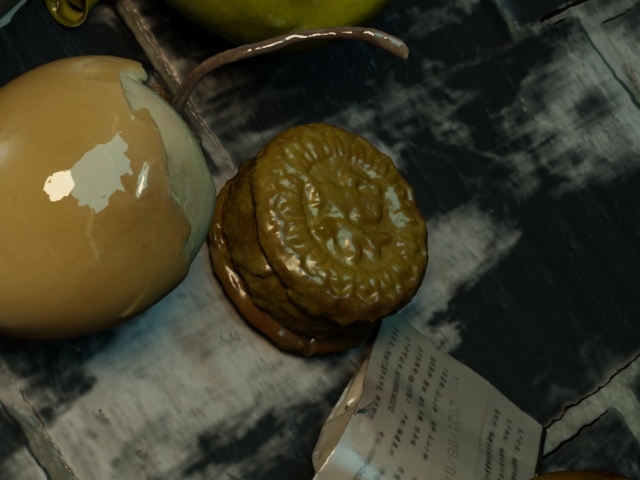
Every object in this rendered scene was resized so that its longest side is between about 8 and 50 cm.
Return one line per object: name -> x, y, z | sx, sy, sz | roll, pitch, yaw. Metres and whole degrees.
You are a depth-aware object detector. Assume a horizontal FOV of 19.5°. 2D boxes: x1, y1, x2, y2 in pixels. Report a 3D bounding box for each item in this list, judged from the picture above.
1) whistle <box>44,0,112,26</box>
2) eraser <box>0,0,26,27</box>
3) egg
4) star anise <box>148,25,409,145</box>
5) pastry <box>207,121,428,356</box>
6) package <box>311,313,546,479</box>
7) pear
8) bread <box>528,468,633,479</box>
whistle -> -0.197, -0.225, 1.615 | 0.109, 0.057, 0.046 | -44, 141, -53
eraser -> -0.310, -0.199, 1.380 | 0.150, 0.331, 0.331 | 43, 47, -8
egg -> -0.190, -0.026, 1.387 | 0.244, 0.201, 0.201 | -34, 89, -32
star anise -> -0.077, -0.111, 1.514 | 0.218, 0.227, 0.148 | 13, 53, -38
pastry -> 0.000, 0.000, 1.586 | 0.188, 0.103, 0.189 | 18, 56, -30
package -> 0.102, 0.188, 1.591 | 0.204, 0.062, 0.251 | 41, 43, -14
pear -> -0.043, -0.296, 1.610 | 0.253, 0.253, 0.307 | 22, 31, -28
bread -> 0.214, 0.302, 1.553 | 0.236, 0.070, 0.236 | 7, 82, -53
